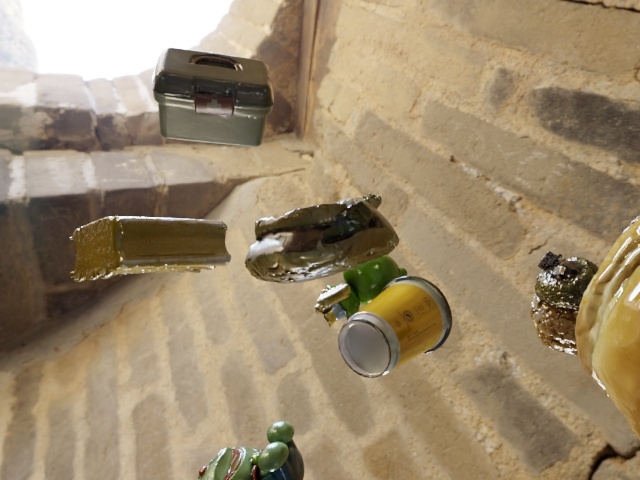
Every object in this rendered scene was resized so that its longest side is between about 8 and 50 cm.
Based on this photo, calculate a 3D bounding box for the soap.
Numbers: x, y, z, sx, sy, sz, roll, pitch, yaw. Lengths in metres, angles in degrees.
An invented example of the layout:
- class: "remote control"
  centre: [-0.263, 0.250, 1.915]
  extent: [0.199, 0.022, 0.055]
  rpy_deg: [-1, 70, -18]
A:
- class: "soap"
  centre: [-0.463, 0.025, 1.286]
  extent: [0.294, 0.335, 0.156]
  rpy_deg: [-14, -100, 43]

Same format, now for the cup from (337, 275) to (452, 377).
- class: "cup"
  centre: [0.171, 0.199, 1.074]
  extent: [0.196, 0.280, 0.196]
  rpy_deg: [11, -72, 36]

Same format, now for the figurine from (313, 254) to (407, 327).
- class: "figurine"
  centre: [0.108, 0.132, 1.283]
  extent: [0.162, 0.263, 0.143]
  rpy_deg: [47, -14, 33]

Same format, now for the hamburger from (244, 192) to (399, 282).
- class: "hamburger"
  centre: [0.002, -0.001, 0.879]
  extent: [0.266, 0.285, 0.134]
  rpy_deg: [-16, -94, 50]

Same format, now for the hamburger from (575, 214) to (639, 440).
- class: "hamburger"
  centre: [0.387, 0.077, 0.365]
  extent: [0.305, 0.174, 0.284]
  rpy_deg: [30, -77, 5]

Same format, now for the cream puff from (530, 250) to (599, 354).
- class: "cream puff"
  centre: [0.490, 0.107, 0.925]
  extent: [0.183, 0.183, 0.169]
  rpy_deg: [8, -45, 58]

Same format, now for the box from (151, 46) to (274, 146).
- class: "box"
  centre: [-0.195, -0.261, 0.858]
  extent: [0.148, 0.210, 0.129]
  rpy_deg: [-102, -160, -44]

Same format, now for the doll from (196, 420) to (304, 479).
- class: "doll"
  centre: [-0.172, 0.587, 1.127]
  extent: [0.322, 0.198, 0.186]
  rpy_deg: [-31, -80, 20]

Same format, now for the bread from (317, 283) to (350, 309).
- class: "bread"
  centre: [0.033, 0.134, 1.118]
  extent: [0.033, 0.088, 0.049]
  rpy_deg: [59, 6, -18]
